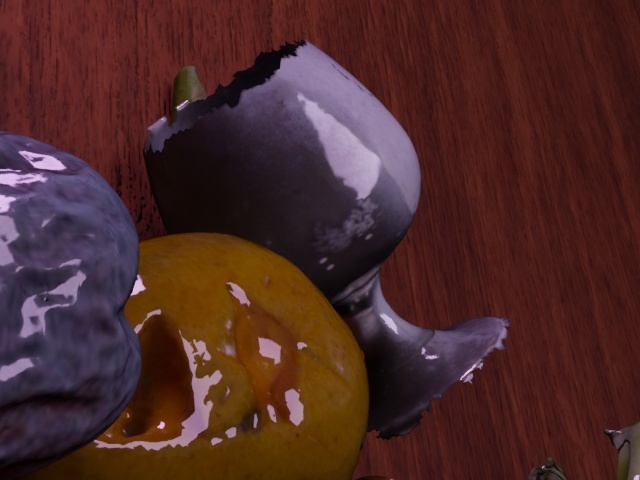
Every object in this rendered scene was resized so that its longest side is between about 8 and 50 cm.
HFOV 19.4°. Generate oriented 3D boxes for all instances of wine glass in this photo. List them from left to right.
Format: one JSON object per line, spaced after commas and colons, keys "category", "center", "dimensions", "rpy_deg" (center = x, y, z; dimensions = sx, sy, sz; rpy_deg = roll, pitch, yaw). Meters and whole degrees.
{"category": "wine glass", "center": [0.000, 0.000, 1.616], "dimensions": [0.323, 0.238, 0.238], "rpy_deg": [59, 24, -10]}

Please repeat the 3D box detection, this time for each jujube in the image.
{"category": "jujube", "center": [-0.253, 0.050, 1.104], "dimensions": [0.308, 0.215, 0.246], "rpy_deg": [-5, 24, -36]}

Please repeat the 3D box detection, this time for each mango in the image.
{"category": "mango", "center": [-0.108, 0.125, 1.381], "dimensions": [0.365, 0.182, 0.253], "rpy_deg": [-17, 81, -52]}

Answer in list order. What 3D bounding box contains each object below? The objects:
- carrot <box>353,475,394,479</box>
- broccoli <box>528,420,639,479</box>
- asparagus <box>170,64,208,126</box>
{"category": "carrot", "center": [0.024, 0.284, 1.580], "dimensions": [0.057, 0.057, 0.224], "rpy_deg": [51, 31, -16]}
{"category": "broccoli", "center": [0.335, 0.332, 1.774], "dimensions": [0.338, 0.277, 0.317], "rpy_deg": [24, 44, 24]}
{"category": "asparagus", "center": [-0.123, -0.099, 1.754], "dimensions": [0.178, 0.045, 0.041], "rpy_deg": [-91, 175, -48]}
